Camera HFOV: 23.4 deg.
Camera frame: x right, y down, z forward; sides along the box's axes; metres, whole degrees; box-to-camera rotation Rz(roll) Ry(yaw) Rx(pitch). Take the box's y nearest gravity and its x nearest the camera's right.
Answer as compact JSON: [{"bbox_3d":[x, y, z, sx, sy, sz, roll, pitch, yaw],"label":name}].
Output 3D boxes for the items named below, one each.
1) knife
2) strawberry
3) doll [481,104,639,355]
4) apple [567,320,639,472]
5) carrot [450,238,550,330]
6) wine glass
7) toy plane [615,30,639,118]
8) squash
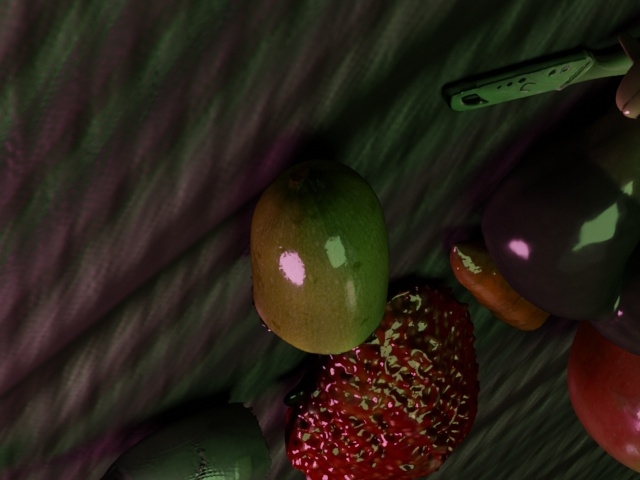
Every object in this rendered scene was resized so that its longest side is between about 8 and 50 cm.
[{"bbox_3d":[0.224,-0.148,1.315,0.293,0.020,0.043,-15,153,-27],"label":"knife"},{"bbox_3d":[0.074,0.173,1.619,0.233,0.138,0.306,-25,156,-9],"label":"strawberry"},{"bbox_3d":[0.382,-0.025,1.460,0.382,0.252,0.378,-48,151,20],"label":"doll"},{"bbox_3d":[0.453,0.134,1.771,0.319,0.319,0.277,-5,117,-42],"label":"apple"},{"bbox_3d":[0.174,0.036,1.548,0.072,0.072,0.205,-36,151,13],"label":"carrot"},{"bbox_3d":[-0.155,0.282,1.431,0.309,0.264,0.096,-17,127,-27],"label":"wine glass"},{"bbox_3d":[0.347,-0.185,1.295,0.244,0.092,0.229,-30,157,1],"label":"toy plane"},{"bbox_3d":[0.000,0.000,1.243,0.123,0.123,0.187,-24,150,-14],"label":"squash"}]
